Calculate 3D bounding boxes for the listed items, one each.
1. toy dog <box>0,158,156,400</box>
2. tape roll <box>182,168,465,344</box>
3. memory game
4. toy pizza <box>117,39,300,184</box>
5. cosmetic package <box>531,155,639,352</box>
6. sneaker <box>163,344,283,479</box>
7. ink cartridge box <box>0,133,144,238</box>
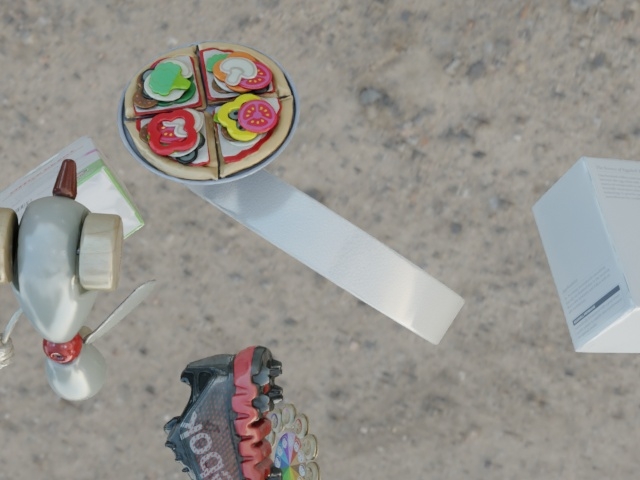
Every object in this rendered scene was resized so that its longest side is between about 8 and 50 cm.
[{"bbox_3d":[-0.293,0.037,1.378,0.220,0.161,0.333,19,143,-15],"label":"toy dog"},{"bbox_3d":[0.000,0.000,1.529,0.392,0.072,0.392,32,180,0],"label":"tape roll"},{"bbox_3d":[-0.048,0.330,1.769,0.012,0.186,0.186,4,144,-29],"label":"memory game"},{"bbox_3d":[-0.123,-0.148,1.330,0.201,0.201,0.032,15,149,11],"label":"toy pizza"},{"bbox_3d":[0.429,0.022,1.602,0.224,0.224,0.138,3,149,-25],"label":"cosmetic package"},{"bbox_3d":[-0.116,0.260,1.425,0.135,0.097,0.276,0,89,12],"label":"sneaker"},{"bbox_3d":[-0.419,-0.052,1.995,0.207,0.353,0.119,-35,110,-4],"label":"ink cartridge box"}]
